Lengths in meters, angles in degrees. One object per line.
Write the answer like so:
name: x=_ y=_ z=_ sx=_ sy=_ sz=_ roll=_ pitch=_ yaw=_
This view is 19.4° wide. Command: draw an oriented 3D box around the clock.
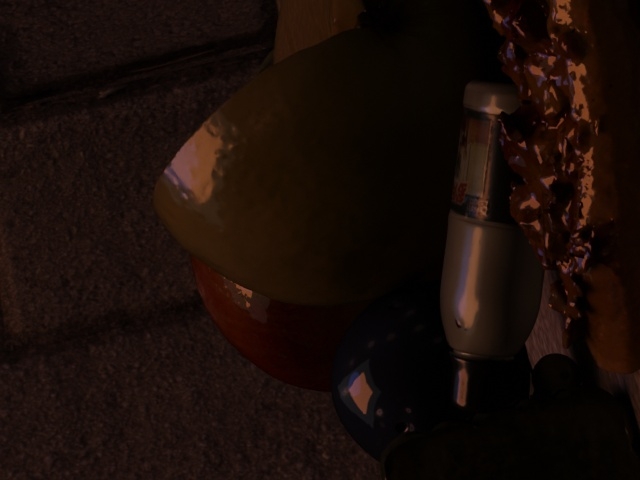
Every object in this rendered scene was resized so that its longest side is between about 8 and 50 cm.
clock: x=0.116 y=0.142 z=1.445 sx=0.243 sy=0.199 sz=0.146 roll=53 pitch=164 yaw=0

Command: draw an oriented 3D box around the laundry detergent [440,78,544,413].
laundry detergent: x=0.120 y=0.006 z=1.277 sx=0.099 sy=0.070 sz=0.225 roll=-150 pitch=65 yaw=-73

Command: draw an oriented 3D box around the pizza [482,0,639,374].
pizza: x=0.140 y=-0.074 z=1.046 sx=0.161 sy=0.085 sz=0.305 roll=-126 pitch=24 yaw=-85

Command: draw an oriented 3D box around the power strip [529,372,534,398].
power strip: x=0.186 y=0.158 z=1.749 sx=0.081 sy=0.035 sz=0.192 roll=79 pitch=176 yaw=-53

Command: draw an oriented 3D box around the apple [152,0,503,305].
apple: x=0.029 y=-0.089 z=1.476 sx=0.258 sy=0.233 sz=0.295 roll=-53 pitch=8 yaw=51

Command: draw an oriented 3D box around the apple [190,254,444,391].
apple: x=0.000 y=0.000 z=1.903 sx=0.301 sy=0.301 sz=0.301 roll=166 pitch=90 yaw=-87

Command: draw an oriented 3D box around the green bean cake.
green bean cake: x=0.144 y=0.206 z=1.328 sx=0.094 sy=0.183 sz=0.185 roll=-147 pitch=42 yaw=-88

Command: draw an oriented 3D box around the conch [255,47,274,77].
conch: x=0.039 y=-0.172 z=1.740 sx=0.124 sy=0.187 sz=0.181 roll=41 pitch=153 yaw=-9
